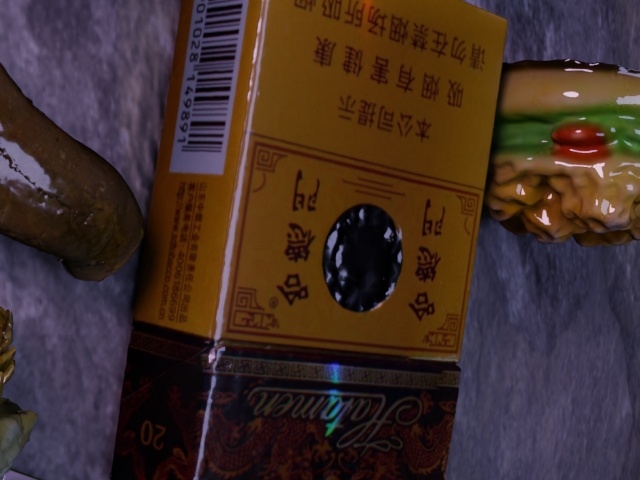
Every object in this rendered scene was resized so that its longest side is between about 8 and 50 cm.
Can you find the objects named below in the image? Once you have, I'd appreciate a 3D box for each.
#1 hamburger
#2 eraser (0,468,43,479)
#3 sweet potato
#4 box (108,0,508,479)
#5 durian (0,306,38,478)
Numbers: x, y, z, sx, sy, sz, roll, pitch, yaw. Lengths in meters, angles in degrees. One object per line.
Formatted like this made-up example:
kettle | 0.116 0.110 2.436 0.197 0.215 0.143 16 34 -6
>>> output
hamburger | 0.230 -0.068 1.010 0.237 0.237 0.149 7 90 -41
eraser | -0.207 0.180 0.778 0.083 0.019 0.038 32 75 -39
sweet potato | -0.220 -0.084 0.710 0.286 0.085 0.112 51 28 -20
box | 0.000 0.000 0.878 0.264 0.115 0.416 11 86 -42
durian | -0.274 0.129 0.636 0.306 0.172 0.167 -50 148 -35
